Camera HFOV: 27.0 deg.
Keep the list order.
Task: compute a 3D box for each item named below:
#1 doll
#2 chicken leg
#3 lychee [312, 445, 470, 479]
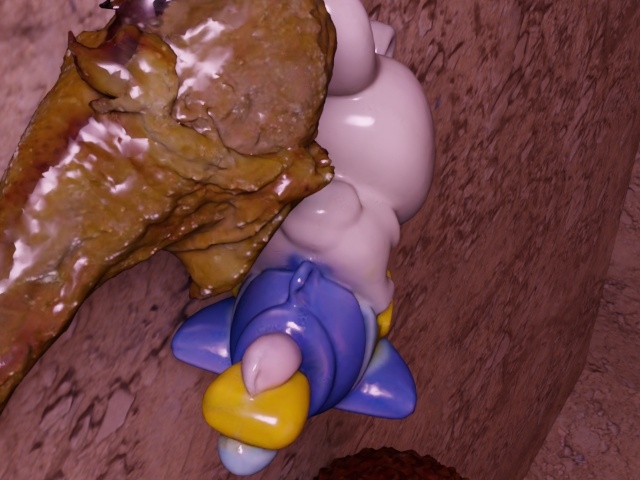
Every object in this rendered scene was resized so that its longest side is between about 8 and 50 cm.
[{"bbox_3d":[-0.008,-0.001,1.048,0.376,0.187,0.365,22,81,-59],"label":"doll"},{"bbox_3d":[-0.119,-0.013,0.786,0.361,0.140,0.211,-54,139,-5],"label":"chicken leg"},{"bbox_3d":[0.073,0.374,1.515,0.304,0.276,0.275,-7,120,-44],"label":"lychee"}]
